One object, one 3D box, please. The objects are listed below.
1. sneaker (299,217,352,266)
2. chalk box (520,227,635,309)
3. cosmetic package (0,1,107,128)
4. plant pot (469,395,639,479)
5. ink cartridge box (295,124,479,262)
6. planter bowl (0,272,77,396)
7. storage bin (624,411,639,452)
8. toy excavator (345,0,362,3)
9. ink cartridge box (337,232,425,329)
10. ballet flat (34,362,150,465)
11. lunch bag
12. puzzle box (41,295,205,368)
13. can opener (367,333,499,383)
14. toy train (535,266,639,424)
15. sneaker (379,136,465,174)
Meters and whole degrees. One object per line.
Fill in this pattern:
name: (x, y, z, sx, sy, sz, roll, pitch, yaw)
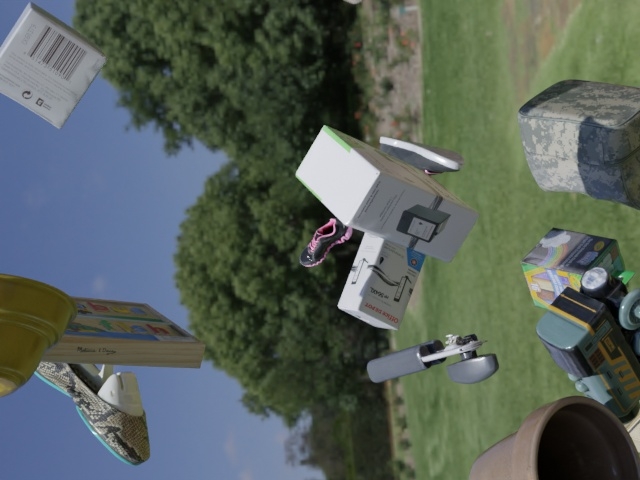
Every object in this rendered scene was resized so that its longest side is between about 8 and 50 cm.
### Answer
sneaker: (0.000, 0.000, 1.740, 0.057, 0.119, 0.047, 27, -154, -51)
chalk box: (0.557, 0.076, 1.991, 0.213, 0.132, 0.132, 16, 139, 48)
cosmetic package: (-0.484, -0.311, 1.662, 0.151, 0.151, 0.184, -55, 23, 5)
plant pot: (0.378, 0.412, 1.609, 0.229, 0.263, 0.263, -28, 62, 53)
ink cartridge box: (0.122, -0.081, 1.710, 0.115, 0.272, 0.198, -59, 41, 14)
planter bowl: (-0.372, 0.116, 1.009, 0.217, 0.217, 0.090, 79, -176, -65)
storage bin: (0.842, 0.370, 2.373, 0.260, 0.123, 0.262, 105, -179, -53)
toy excavator: (0.188, -0.640, 1.679, 0.445, 0.222, 0.433, 21, 93, 60)
ink cartridge box: (0.150, 0.100, 2.298, 0.086, 0.148, 0.203, 5, 71, 54)
ballet flat: (-0.576, 0.375, 2.444, 0.164, 0.482, 0.182, 24, -82, -53)
lunch bag: (0.616, -0.206, 2.133, 0.305, 0.212, 0.256, 19, 134, 49)
puzzle box: (-0.451, 0.160, 1.746, 0.272, 0.408, 0.052, 22, 100, 51)
can opener: (0.192, 0.222, 1.691, 0.280, 0.074, 0.093, -20, 84, 51)
toy train: (0.519, 0.195, 1.694, 0.334, 0.190, 0.142, 51, 170, -36)
sneaker: (0.238, -0.160, 2.295, 0.295, 0.104, 0.147, 23, 105, 54)
